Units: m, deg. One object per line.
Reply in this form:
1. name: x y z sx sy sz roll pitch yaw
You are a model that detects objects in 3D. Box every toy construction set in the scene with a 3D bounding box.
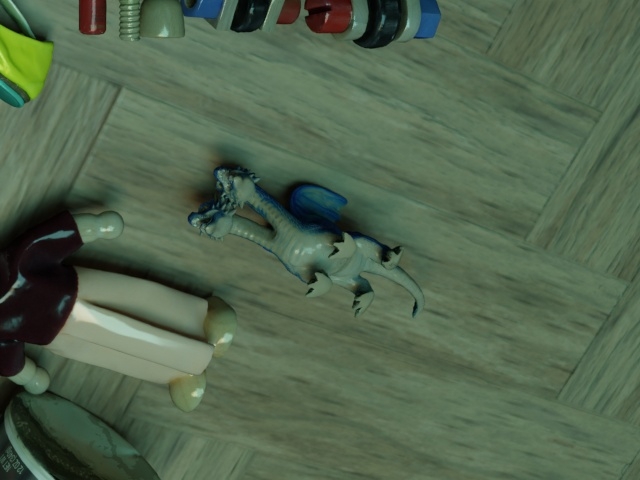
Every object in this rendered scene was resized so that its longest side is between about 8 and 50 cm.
1. toy construction set: -0.047 -0.287 1.215 0.308 0.257 0.237 -1 102 -10

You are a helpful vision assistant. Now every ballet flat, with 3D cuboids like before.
1. ballet flat: -0.315 -0.201 1.220 0.231 0.077 0.077 38 78 -37

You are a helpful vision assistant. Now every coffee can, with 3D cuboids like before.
1. coffee can: -0.306 0.315 1.433 0.201 0.201 0.275 34 101 -34

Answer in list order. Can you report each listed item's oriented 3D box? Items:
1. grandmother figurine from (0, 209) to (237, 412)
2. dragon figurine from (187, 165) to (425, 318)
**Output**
1. grandmother figurine: -0.248 0.060 1.376 0.342 0.104 0.208 17 102 -32
2. dragon figurine: 0.000 0.000 1.450 0.289 0.144 0.085 14 112 -49
